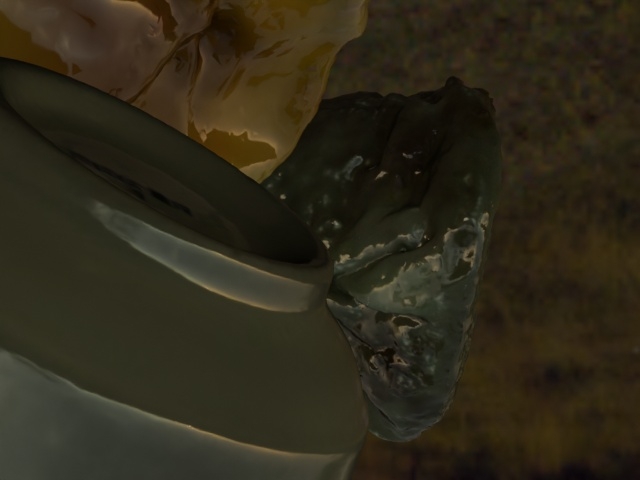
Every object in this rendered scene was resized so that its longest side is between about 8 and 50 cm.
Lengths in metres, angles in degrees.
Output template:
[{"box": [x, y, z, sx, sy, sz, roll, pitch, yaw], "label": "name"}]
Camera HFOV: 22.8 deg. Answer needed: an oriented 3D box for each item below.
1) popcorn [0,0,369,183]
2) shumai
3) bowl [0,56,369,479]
[{"box": [-0.147, -0.158, 0.651, 0.382, 0.349, 0.349, 13, 164, -42], "label": "popcorn"}, {"box": [0.000, 0.000, 1.328, 0.263, 0.309, 0.304, 8, 165, 0], "label": "shumai"}, {"box": [-0.072, 0.024, 0.443, 0.211, 0.112, 0.211, 30, -170, -6], "label": "bowl"}]
